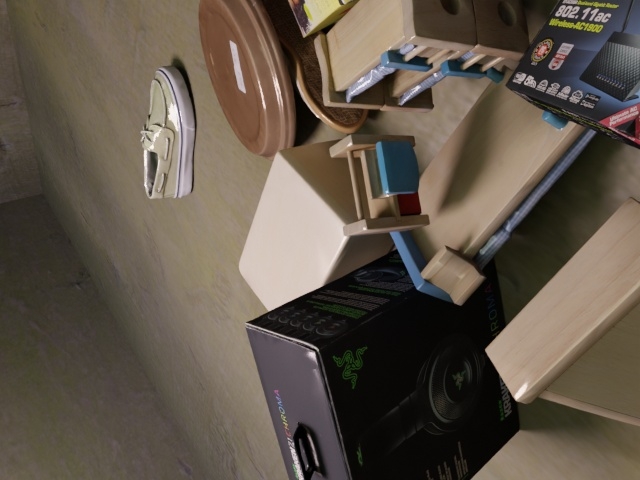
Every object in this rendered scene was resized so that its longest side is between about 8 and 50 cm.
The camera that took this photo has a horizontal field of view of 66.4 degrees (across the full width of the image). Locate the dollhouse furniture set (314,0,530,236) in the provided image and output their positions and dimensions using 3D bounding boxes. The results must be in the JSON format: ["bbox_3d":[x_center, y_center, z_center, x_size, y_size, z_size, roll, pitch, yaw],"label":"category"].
[{"bbox_3d":[0.093,-0.108,0.417,0.129,0.129,0.183,-17,80,60],"label":"dollhouse furniture set"}]

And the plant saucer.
[{"bbox_3d":[-0.117,-0.246,0.727,0.278,0.041,0.277,52,156,35],"label":"plant saucer"}]

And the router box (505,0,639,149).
[{"bbox_3d":[0.184,-0.116,0.300,0.092,0.038,0.122,-60,26,19],"label":"router box"}]

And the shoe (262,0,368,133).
[{"bbox_3d":[-0.005,-0.227,0.642,0.219,0.077,0.058,59,180,12],"label":"shoe"}]

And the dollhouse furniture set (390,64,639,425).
[{"bbox_3d":[0.236,-0.039,0.419,0.286,0.198,0.303,-57,28,25],"label":"dollhouse furniture set"}]

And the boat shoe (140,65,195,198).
[{"bbox_3d":[-0.330,-0.213,1.039,0.109,0.094,0.302,38,135,35],"label":"boat shoe"}]

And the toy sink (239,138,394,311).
[{"bbox_3d":[0.000,0.000,0.692,0.152,0.131,0.234,49,136,25],"label":"toy sink"}]

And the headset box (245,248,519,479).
[{"bbox_3d":[0.076,0.163,0.548,0.131,0.283,0.246,4,110,52],"label":"headset box"}]

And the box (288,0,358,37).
[{"bbox_3d":[0.006,-0.271,0.495,0.087,0.058,0.232,64,177,-17],"label":"box"}]
